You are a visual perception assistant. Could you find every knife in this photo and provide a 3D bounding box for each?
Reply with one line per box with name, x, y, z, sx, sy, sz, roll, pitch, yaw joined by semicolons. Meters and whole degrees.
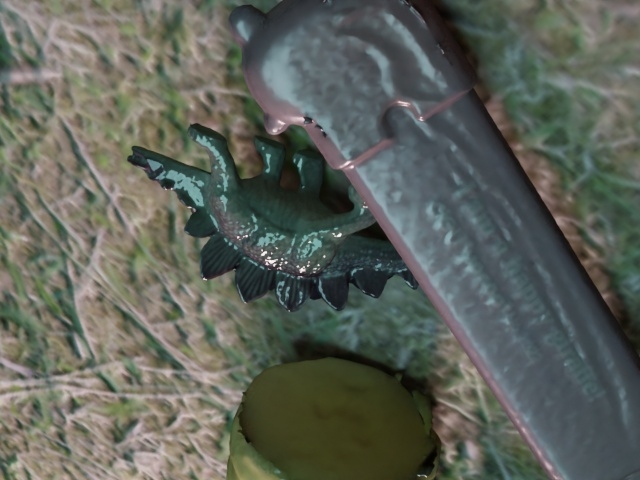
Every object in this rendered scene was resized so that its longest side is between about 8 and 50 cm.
knife;0.102;0.037;0.586;0.132;0.038;0.399;-33;108;8

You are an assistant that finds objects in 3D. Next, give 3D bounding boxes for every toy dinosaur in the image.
toy dinosaur;0.001;-0.001;0.616;0.208;0.039;0.082;18;114;-1

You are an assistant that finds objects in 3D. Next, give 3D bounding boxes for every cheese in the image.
cheese;0.003;0.152;0.716;0.123;0.094;0.167;17;136;9
